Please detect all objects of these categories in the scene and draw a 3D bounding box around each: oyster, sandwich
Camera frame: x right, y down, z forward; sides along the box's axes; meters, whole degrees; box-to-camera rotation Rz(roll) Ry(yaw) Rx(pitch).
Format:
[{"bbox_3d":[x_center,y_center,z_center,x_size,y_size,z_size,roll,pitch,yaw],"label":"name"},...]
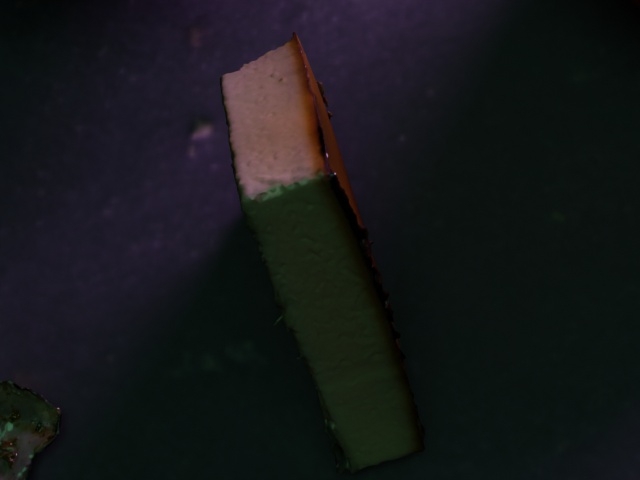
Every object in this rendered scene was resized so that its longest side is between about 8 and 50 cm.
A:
[{"bbox_3d":[-0.176,0.116,0.848,0.054,0.019,0.083,28,76,11],"label":"oyster"},{"bbox_3d":[0.000,0.000,0.832,0.058,0.193,0.162,-17,37,3],"label":"sandwich"}]

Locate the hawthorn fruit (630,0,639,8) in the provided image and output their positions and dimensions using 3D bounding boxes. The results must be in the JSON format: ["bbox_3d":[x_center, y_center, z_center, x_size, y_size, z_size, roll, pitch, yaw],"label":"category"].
[{"bbox_3d":[0.236,-0.177,0.824,0.199,0.199,0.251,-32,88,-5],"label":"hawthorn fruit"}]
